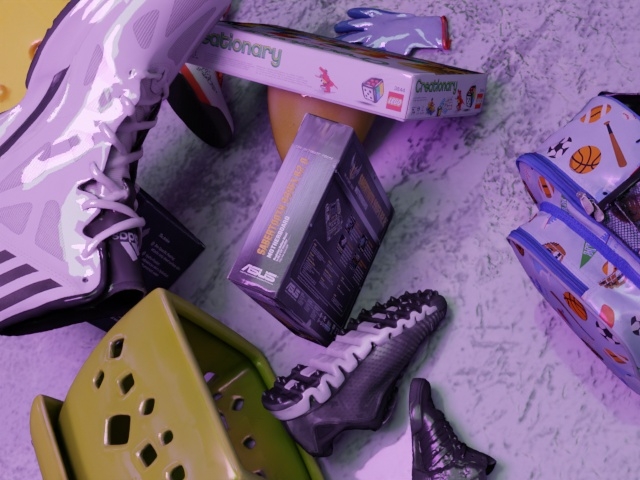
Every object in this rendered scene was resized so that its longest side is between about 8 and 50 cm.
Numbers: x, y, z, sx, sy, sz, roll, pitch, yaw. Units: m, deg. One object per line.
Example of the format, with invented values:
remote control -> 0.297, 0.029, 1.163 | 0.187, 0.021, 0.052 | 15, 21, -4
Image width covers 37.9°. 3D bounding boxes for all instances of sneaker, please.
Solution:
sneaker -> -0.157, -0.257, 1.200 | 0.145, 0.090, 0.270 | -35, 82, -26
sneaker -> -0.202, -0.077, 0.957 | 0.447, 0.169, 0.257 | -45, 71, 8
sneaker -> 0.137, 0.223, 0.949 | 0.089, 0.051, 0.170 | -4, 67, 9
sneaker -> 0.051, 0.143, 0.989 | 0.234, 0.106, 0.078 | -34, 20, -24

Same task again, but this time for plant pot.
plant pot -> -0.004, -0.130, 1.094 | 0.134, 0.134, 0.095 | 18, 106, 23
plant pot -> -0.147, 0.221, 0.941 | 0.207, 0.227, 0.228 | -35, 56, 7

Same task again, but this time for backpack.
backpack -> 0.301, 0.002, 0.876 | 0.213, 0.276, 0.263 | -31, 51, 4

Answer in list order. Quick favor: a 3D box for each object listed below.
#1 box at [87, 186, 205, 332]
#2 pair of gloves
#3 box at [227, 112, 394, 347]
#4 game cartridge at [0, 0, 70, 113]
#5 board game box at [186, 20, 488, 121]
box -> -0.244, 0.014, 1.094 | 0.158, 0.156, 0.093 | -47, 63, -3
pair of gloves -> 0.087, -0.303, 1.178 | 0.159, 0.023, 0.198 | -3, 70, 15
box -> 0.000, 0.000, 0.975 | 0.056, 0.231, 0.183 | 20, 78, 20
game cartridge -> -0.419, -0.191, 1.244 | 0.323, 0.053, 0.285 | -44, 83, 0
board game box -> 0.012, -0.197, 1.059 | 0.305, 0.193, 0.053 | 19, 109, 28
